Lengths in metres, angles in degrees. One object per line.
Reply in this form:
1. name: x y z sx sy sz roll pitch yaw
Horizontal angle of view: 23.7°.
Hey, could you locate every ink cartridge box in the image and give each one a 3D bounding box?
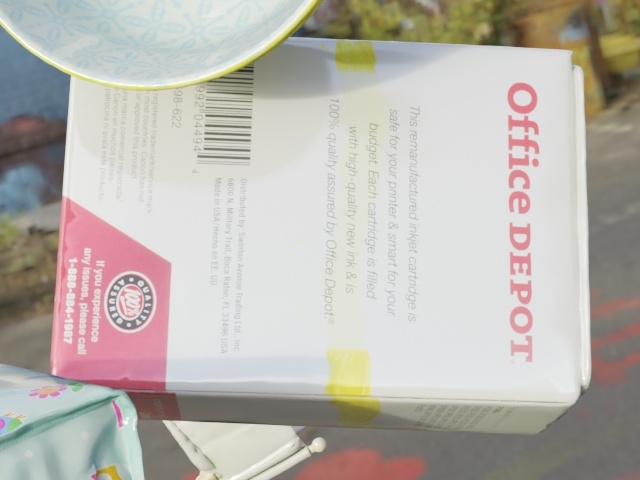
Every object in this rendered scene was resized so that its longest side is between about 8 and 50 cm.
1. ink cartridge box: 0.000 0.000 1.179 0.385 0.279 0.160 3 -16 -2

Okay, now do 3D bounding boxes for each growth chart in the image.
1. growth chart: -0.089 0.159 1.554 0.172 0.237 0.021 -25 27 3

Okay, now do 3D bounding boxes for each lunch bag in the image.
1. lunch bag: -0.258 0.180 0.939 0.262 0.160 0.223 -20 11 -30

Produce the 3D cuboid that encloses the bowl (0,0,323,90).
1. bowl: -0.097 -0.248 1.070 0.289 0.289 0.156 -13 2 13
